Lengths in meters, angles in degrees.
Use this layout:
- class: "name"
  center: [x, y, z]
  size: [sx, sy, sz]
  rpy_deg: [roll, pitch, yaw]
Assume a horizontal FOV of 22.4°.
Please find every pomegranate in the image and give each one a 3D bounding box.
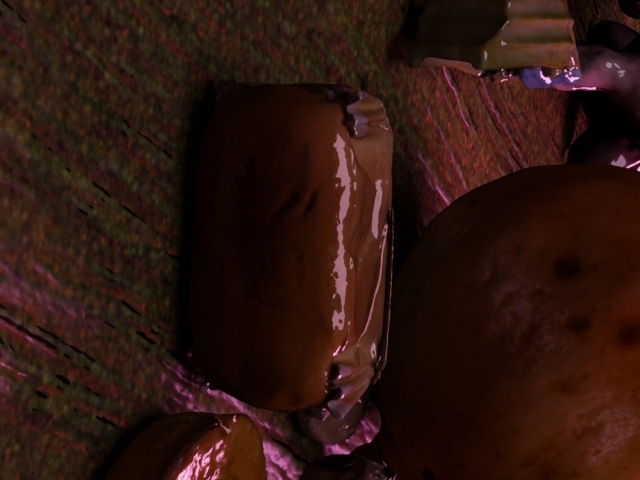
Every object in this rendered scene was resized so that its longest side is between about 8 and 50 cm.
- class: "pomegranate"
  center: [0.196, 0.131, 1.449]
  size: [0.410, 0.410, 0.410]
  rpy_deg: [-26, 120, -58]

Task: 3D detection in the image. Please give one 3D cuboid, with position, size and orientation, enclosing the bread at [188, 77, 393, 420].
- class: "bread"
  center: [-0.023, 0.003, 1.193]
  size: [0.107, 0.136, 0.241]
  rpy_deg: [-11, 106, -59]

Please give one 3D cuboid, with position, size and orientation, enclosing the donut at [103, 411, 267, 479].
- class: "donut"
  center: [-0.105, 0.200, 1.170]
  size: [0.178, 0.065, 0.162]
  rpy_deg: [-39, 136, -54]

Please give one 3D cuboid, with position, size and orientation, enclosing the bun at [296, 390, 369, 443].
- class: "bun"
  center: [0.015, 0.135, 1.387]
  size: [0.086, 0.054, 0.086]
  rpy_deg: [-31, 125, -58]

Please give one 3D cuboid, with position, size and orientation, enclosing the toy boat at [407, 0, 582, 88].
- class: "toy boat"
  center: [0.173, -0.194, 1.538]
  size: [0.276, 0.111, 0.084]
  rpy_deg: [-4, 96, -62]

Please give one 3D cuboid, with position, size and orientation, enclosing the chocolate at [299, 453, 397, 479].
- class: "chocolate"
  center: [-0.047, 0.301, 1.237]
  size: [0.329, 0.065, 0.102]
  rpy_deg: [-61, -171, -14]

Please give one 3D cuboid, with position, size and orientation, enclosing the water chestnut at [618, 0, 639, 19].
- class: "water chestnut"
  center: [0.423, -0.380, 1.790]
  size: [0.350, 0.350, 0.302]
  rpy_deg: [-27, 148, -58]

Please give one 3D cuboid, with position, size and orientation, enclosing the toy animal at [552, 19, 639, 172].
- class: "toy animal"
  center: [0.386, -0.154, 1.861]
  size: [0.344, 0.302, 0.194]
  rpy_deg: [69, 37, -83]
